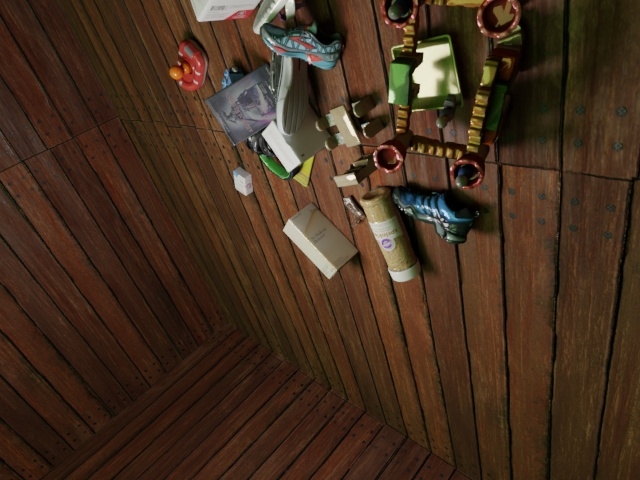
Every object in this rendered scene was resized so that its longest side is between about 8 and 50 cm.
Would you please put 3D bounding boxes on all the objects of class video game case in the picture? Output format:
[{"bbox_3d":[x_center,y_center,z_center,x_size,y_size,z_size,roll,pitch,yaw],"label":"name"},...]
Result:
[{"bbox_3d":[-0.264,-0.511,1.696,0.196,0.274,0.026,58,170,-13],"label":"video game case"}]

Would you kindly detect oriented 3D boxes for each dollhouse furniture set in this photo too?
[{"bbox_3d":[0.094,-0.328,1.521,0.212,0.161,0.242,-1,123,54],"label":"dollhouse furniture set"}]

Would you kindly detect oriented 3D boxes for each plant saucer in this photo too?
[{"bbox_3d":[0.298,-0.453,1.224,0.188,0.045,0.188,12,133,47],"label":"plant saucer"}]

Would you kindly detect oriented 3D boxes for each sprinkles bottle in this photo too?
[{"bbox_3d":[0.263,-0.020,1.678,0.121,0.121,0.356,4,126,51],"label":"sprinkles bottle"}]

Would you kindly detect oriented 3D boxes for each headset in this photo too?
[{"bbox_3d":[-0.236,-0.397,1.837,0.243,0.185,0.394,25,150,46],"label":"headset"}]

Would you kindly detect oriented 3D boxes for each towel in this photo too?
[{"bbox_3d":[-0.074,-0.329,1.889,0.102,0.021,0.237,38,148,14],"label":"towel"}]

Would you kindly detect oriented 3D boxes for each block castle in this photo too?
[{"bbox_3d":[0.293,-0.358,1.083,0.302,0.213,0.454,17,133,22],"label":"block castle"}]

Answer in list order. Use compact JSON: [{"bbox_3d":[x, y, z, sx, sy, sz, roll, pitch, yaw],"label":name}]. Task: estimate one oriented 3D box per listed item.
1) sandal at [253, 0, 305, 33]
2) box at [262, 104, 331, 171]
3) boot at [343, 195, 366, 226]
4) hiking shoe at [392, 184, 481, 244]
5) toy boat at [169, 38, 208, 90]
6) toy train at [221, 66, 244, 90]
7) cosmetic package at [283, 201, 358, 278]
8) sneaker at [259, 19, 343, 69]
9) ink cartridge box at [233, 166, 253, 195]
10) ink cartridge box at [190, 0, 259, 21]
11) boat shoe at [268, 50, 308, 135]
[{"bbox_3d":[-0.089,-0.732,1.360,0.102,0.170,0.416,26,162,-27],"label":"sandal"},{"bbox_3d":[-0.086,-0.386,1.679,0.181,0.182,0.119,55,152,-8],"label":"box"},{"bbox_3d":[0.124,-0.120,1.834,0.114,0.037,0.106,47,137,-1],"label":"boot"},{"bbox_3d":[0.374,-0.115,1.472,0.304,0.113,0.132,39,119,30],"label":"hiking shoe"},{"bbox_3d":[-0.595,-0.755,1.981,0.151,0.151,0.231,49,150,3],"label":"toy boat"},{"bbox_3d":[-0.360,-0.625,1.856,0.184,0.080,0.105,129,128,-59],"label":"toy train"},{"bbox_3d":[0.000,0.000,2.016,0.309,0.160,0.113,46,149,6],"label":"cosmetic package"},{"bbox_3d":[-0.053,-0.626,1.374,0.261,0.104,0.125,10,146,-20],"label":"sneaker"},{"bbox_3d":[-0.397,-0.304,2.314,0.088,0.052,0.123,36,146,24],"label":"ink cartridge box"},{"bbox_3d":[-0.276,-0.819,1.421,0.272,0.196,0.114,-11,100,57],"label":"ink cartridge box"},{"bbox_3d":[-0.115,-0.535,1.548,0.119,0.121,0.336,18,107,40],"label":"boat shoe"}]
